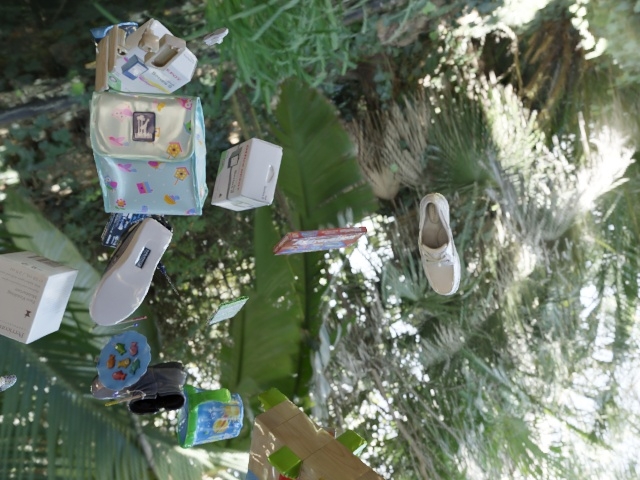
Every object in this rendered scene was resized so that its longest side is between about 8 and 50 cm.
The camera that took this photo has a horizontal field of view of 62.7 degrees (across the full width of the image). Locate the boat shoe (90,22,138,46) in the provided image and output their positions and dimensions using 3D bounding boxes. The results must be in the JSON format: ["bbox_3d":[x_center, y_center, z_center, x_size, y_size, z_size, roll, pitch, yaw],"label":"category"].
[{"bbox_3d":[-0.606,-0.588,1.549,0.109,0.089,0.258,-4,-154,11],"label":"boat shoe"}]

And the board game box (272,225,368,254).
[{"bbox_3d":[0.000,0.000,1.701,0.281,0.027,0.145,-6,160,-27],"label":"board game box"}]

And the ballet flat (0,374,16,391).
[{"bbox_3d":[-0.854,0.379,1.363,0.114,0.041,0.041,-24,-166,-18],"label":"ballet flat"}]

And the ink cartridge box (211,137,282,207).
[{"bbox_3d":[-0.254,-0.216,1.780,0.115,0.198,0.273,15,170,-30],"label":"ink cartridge box"}]

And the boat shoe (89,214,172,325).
[{"bbox_3d":[-0.553,0.085,1.501,0.158,0.127,0.340,-6,-131,51],"label":"boat shoe"}]

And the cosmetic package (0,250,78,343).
[{"bbox_3d":[-0.755,0.141,1.353,0.151,0.183,0.151,20,-176,1],"label":"cosmetic package"}]

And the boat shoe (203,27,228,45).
[{"bbox_3d":[-0.343,-0.676,1.751,0.100,0.035,0.035,-13,-126,28],"label":"boat shoe"}]

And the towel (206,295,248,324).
[{"bbox_3d":[-0.323,0.238,1.819,0.113,0.023,0.152,-16,158,-39],"label":"towel"}]

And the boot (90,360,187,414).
[{"bbox_3d":[-0.620,0.503,1.763,0.338,0.118,0.222,-11,-165,-6],"label":"boot"}]

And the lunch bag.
[{"bbox_3d":[-0.363,-0.193,1.137,0.224,0.262,0.160,3,-144,-4],"label":"lunch bag"}]

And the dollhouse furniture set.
[{"bbox_3d":[-0.408,-0.392,1.192,0.151,0.123,0.144,8,164,-41],"label":"dollhouse furniture set"}]

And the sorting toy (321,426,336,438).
[{"bbox_3d":[0.026,0.541,1.432,0.083,0.012,0.062,-9,-120,35],"label":"sorting toy"}]

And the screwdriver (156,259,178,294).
[{"bbox_3d":[-0.483,0.113,1.642,0.025,0.170,0.024,-45,150,17],"label":"screwdriver"}]

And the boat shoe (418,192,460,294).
[{"bbox_3d":[0.298,0.020,1.364,0.098,0.277,0.096,-9,-170,22],"label":"boat shoe"}]

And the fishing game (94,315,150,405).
[{"bbox_3d":[-0.607,0.361,1.600,0.189,0.264,0.041,-12,152,13],"label":"fishing game"}]

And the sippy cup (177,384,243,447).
[{"bbox_3d":[-0.431,0.690,2.072,0.224,0.240,0.305,6,170,-23],"label":"sippy cup"}]

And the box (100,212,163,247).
[{"bbox_3d":[-0.707,-0.067,1.991,0.175,0.220,0.051,16,-161,-38],"label":"box"}]

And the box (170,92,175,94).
[{"bbox_3d":[-0.610,-0.433,1.887,0.117,0.214,0.243,39,-79,45],"label":"box"}]

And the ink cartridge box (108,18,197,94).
[{"bbox_3d":[-0.455,-0.457,1.382,0.212,0.154,0.093,-18,-129,33],"label":"ink cartridge box"}]

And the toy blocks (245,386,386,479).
[{"bbox_3d":[-0.024,0.528,1.090,0.381,0.260,0.191,29,-151,35],"label":"toy blocks"}]
